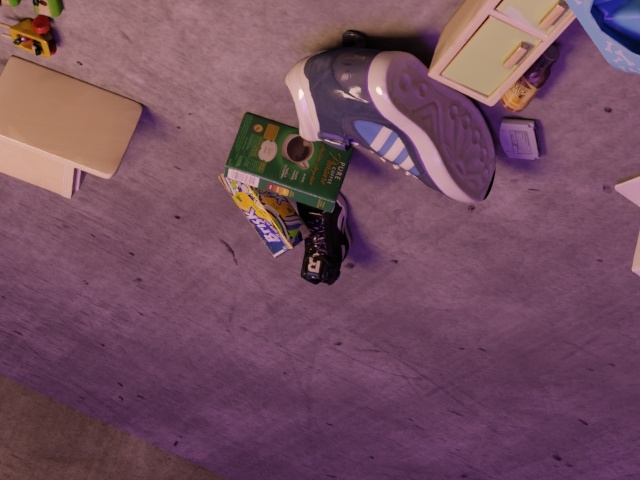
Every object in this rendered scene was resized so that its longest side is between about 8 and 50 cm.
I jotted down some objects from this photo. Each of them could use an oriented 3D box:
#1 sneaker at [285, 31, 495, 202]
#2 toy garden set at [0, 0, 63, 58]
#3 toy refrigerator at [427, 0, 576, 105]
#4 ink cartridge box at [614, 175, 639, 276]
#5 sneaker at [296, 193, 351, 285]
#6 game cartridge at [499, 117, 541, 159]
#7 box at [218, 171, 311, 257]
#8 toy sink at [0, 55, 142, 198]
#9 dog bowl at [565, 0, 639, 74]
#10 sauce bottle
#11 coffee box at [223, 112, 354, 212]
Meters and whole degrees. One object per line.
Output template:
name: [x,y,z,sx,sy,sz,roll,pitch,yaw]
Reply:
sneaker: [0.089,-0.168,1.940,0.236,0.130,0.323,4,153,42]
toy garden set: [-0.512,-0.364,2.008,0.244,0.049,0.204,14,150,7]
toy refrigerator: [0.241,-0.282,1.676,0.102,0.094,0.269,25,149,-10]
ink cartridge box: [0.608,0.027,1.957,0.353,0.119,0.207,34,147,-25]
sneaker: [0.000,0.000,2.254,0.079,0.121,0.217,5,148,21]
game cartridge: [0.291,-0.149,1.948,0.056,0.017,0.083,3,147,18]
box: [-0.092,-0.058,2.204,0.169,0.054,0.059,56,143,-3]
toy sink: [-0.428,-0.172,2.179,0.234,0.152,0.131,19,151,-3]
dog bowl: [0.349,-0.304,1.521,0.074,0.166,0.297,4,149,46]
sauce bottle: [0.285,-0.222,1.805,0.042,0.042,0.128,21,149,-5]
coffee box: [-0.050,-0.122,2.088,0.184,0.113,0.040,17,149,0]
